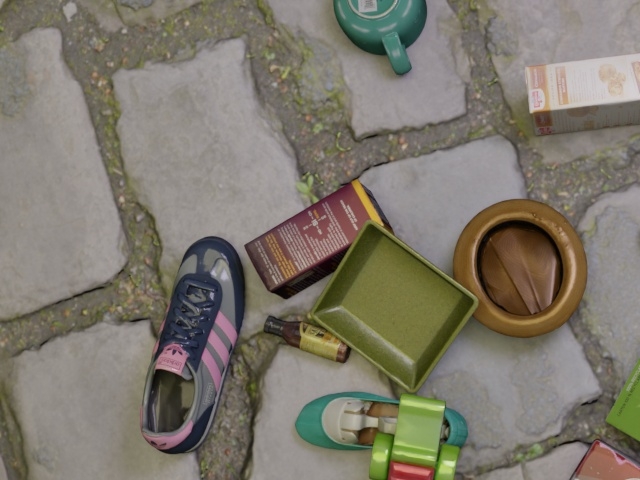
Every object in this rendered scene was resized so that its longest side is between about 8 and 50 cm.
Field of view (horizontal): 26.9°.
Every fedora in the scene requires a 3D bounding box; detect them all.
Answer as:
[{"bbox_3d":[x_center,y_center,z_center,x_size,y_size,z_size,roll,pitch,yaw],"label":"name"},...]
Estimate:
[{"bbox_3d":[0.276,0.042,1.837,0.194,0.079,0.194,-3,77,14],"label":"fedora"}]

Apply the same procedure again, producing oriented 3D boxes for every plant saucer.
[{"bbox_3d":[0.106,0.085,1.837,0.188,0.045,0.188,37,123,10],"label":"plant saucer"}]

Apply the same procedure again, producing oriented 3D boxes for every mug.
[{"bbox_3d":[0.094,-0.332,1.916,0.157,0.097,0.129,38,91,14],"label":"mug"}]

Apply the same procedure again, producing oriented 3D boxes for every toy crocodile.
[{"bbox_3d":[0.109,0.358,1.781,0.115,0.105,0.341,14,113,5],"label":"toy crocodile"}]

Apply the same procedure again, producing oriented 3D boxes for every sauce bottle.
[{"bbox_3d":[-0.019,0.138,1.906,0.128,0.042,0.042,17,87,12],"label":"sauce bottle"}]

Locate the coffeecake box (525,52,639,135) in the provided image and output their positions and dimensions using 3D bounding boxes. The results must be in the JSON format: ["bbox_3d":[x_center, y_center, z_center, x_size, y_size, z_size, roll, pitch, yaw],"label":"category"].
[{"bbox_3d":[0.377,-0.198,1.814,0.185,0.142,0.068,-6,81,11],"label":"coffeecake box"}]

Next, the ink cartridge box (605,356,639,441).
[{"bbox_3d":[0.500,0.238,1.696,0.255,0.097,0.189,31,113,19],"label":"ink cartridge box"}]

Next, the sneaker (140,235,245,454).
[{"bbox_3d":[-0.183,0.146,1.895,0.112,0.131,0.319,7,84,13],"label":"sneaker"}]

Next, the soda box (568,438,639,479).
[{"bbox_3d":[0.453,0.367,1.755,0.263,0.083,0.092,32,91,13],"label":"soda box"}]

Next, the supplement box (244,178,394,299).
[{"bbox_3d":[0.000,0.000,1.889,0.188,0.104,0.081,-30,77,7],"label":"supplement box"}]

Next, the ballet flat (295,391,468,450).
[{"bbox_3d":[0.079,0.251,1.847,0.247,0.087,0.083,3,79,12],"label":"ballet flat"}]
